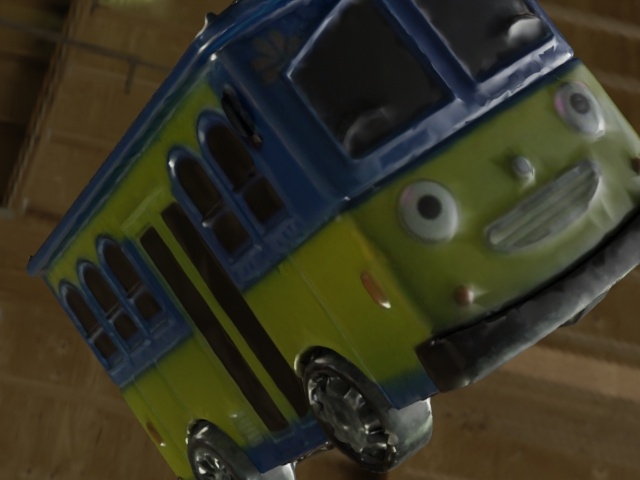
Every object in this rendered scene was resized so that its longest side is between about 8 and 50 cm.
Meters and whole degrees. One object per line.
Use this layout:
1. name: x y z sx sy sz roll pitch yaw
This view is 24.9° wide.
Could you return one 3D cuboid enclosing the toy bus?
1. toy bus: 0.000 0.000 0.603 0.138 0.287 0.175 -33 -93 -30
